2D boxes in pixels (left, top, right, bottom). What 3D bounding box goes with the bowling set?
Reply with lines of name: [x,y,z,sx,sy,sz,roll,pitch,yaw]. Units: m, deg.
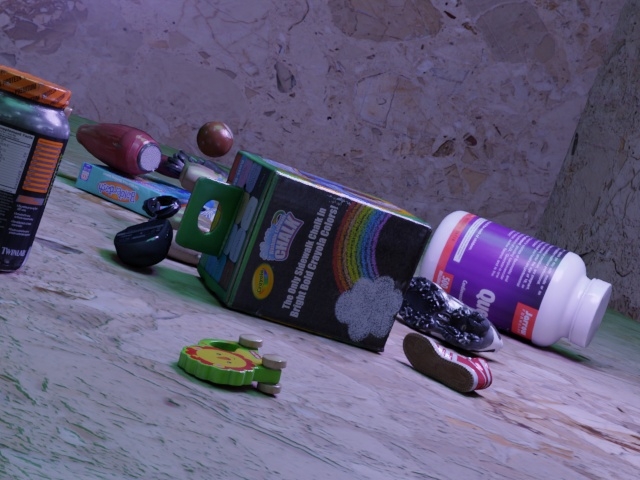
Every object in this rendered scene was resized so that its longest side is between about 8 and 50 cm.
bowling set: [-0.133,-0.059,1.732,0.154,0.200,0.287,20,9,-11]

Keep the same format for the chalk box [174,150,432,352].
chalk box: [-0.042,0.002,1.503,0.289,0.180,0.179,19,6,-20]

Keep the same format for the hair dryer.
hair dryer: [-0.293,-0.128,2.056,0.293,0.080,0.223,26,-10,0]

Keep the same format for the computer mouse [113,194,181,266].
computer mouse: [-0.218,-0.012,1.541,0.071,0.041,0.242,-12,17,5]

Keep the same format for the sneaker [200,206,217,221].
sneaker: [-0.189,-0.042,2.071,0.058,0.052,0.135,16,5,4]

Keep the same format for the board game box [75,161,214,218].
board game box: [-0.301,-0.081,2.054,0.160,0.047,0.210,23,6,20]

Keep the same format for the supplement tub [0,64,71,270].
supplement tub: [-0.322,-0.075,1.181,0.117,0.190,0.117,20,5,-2]

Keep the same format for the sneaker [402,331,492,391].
sneaker: [0.160,0.152,1.470,0.118,0.042,0.067,34,17,37]

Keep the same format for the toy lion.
toy lion: [-0.086,0.110,1.083,0.096,0.034,0.100,9,10,-25]

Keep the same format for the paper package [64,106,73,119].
paper package: [-0.508,-0.156,1.435,0.325,0.168,0.309,18,7,-30]

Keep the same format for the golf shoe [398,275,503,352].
golf shoe: [0.194,0.122,1.802,0.094,0.077,0.198,30,4,-44]

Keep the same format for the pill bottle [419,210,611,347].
pill bottle: [0.355,0.079,2.164,0.323,0.181,0.181,22,6,21]
